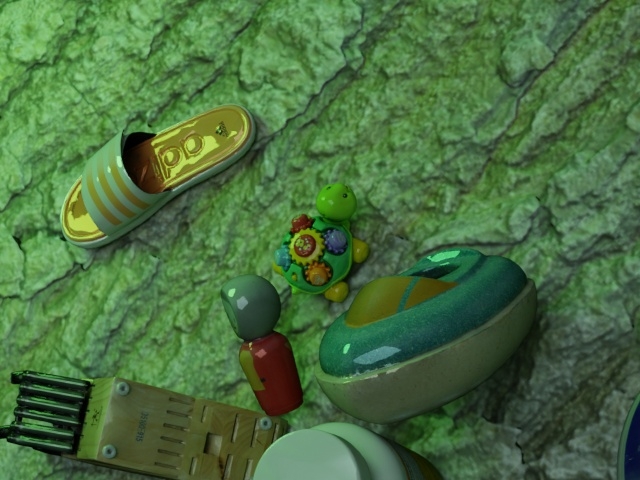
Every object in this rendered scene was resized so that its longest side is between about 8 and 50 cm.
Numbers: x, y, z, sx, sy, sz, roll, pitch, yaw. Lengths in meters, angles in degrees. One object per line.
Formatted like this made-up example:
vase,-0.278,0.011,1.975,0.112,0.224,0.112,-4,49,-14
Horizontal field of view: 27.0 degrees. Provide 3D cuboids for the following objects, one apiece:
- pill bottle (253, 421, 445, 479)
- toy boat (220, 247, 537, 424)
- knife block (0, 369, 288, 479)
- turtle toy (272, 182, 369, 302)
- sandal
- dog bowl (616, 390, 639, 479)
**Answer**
pill bottle,0.030,0.245,1.250,0.136,0.245,0.136,-6,71,20
toy boat,0.040,0.084,1.307,0.318,0.267,0.148,-13,101,34
knife block,-0.204,0.208,1.457,0.275,0.242,0.088,16,77,-21
turtle toy,0.000,0.000,1.439,0.095,0.066,0.130,25,84,26
sandal,-0.203,-0.092,1.542,0.265,0.076,0.102,-31,65,10
dog bowl,0.397,0.201,1.148,0.264,0.104,0.265,1,75,-4
